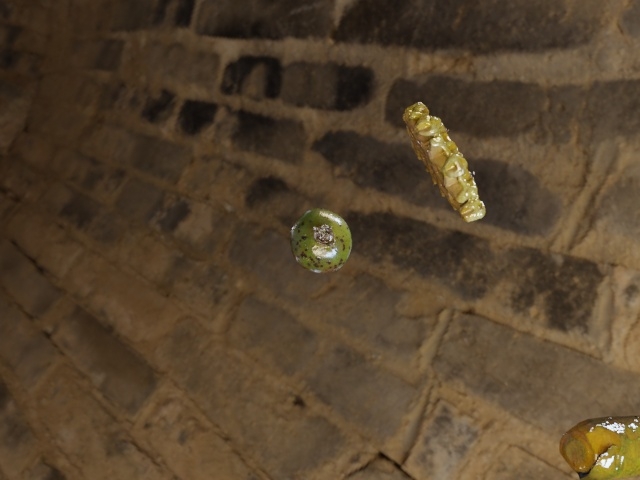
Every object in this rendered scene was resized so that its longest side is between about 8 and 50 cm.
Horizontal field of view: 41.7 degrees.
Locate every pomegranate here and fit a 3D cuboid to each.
[{"bbox_3d":[-0.003,0.002,1.587,0.130,0.130,0.130,-27,-142,24],"label":"pomegranate"}]

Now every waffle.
[{"bbox_3d":[0.163,-0.111,1.148,0.046,0.160,0.192,-28,-168,2],"label":"waffle"}]

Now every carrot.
[{"bbox_3d":[0.380,0.260,1.062,0.082,0.173,0.082,-9,-101,55],"label":"carrot"}]
